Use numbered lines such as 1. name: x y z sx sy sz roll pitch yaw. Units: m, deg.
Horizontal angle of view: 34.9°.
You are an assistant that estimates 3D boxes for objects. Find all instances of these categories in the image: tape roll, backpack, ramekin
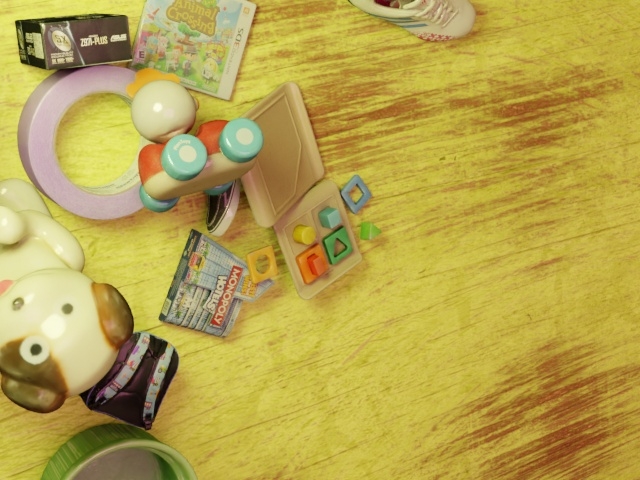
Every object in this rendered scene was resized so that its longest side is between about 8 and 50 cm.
1. tape roll: -0.397 -0.179 1.832 0.275 0.090 0.275 -8 106 -27
2. backpack: -0.362 0.250 1.941 0.158 0.117 0.173 28 88 -32
3. ramekin: -0.396 0.502 1.965 0.303 0.148 0.303 -8 106 -28

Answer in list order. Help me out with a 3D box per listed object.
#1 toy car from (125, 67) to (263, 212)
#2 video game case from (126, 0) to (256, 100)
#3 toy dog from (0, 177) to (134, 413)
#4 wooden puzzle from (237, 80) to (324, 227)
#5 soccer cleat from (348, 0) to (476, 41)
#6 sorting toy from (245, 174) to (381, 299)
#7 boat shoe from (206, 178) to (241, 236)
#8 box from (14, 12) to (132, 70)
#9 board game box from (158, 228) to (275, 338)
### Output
1. toy car: -0.241 -0.204 1.779 0.210 0.219 0.238 -20 83 -25
2. video game case: -0.239 -0.383 1.910 0.212 0.023 0.193 14 95 -31
3. toy dog: -0.477 0.127 1.674 0.284 0.408 0.395 -35 117 -17
4. wooden puzzle: -0.090 -0.171 1.998 0.238 0.044 0.221 -44 124 -47
5. soccer cleat: 0.205 -0.475 2.072 0.331 0.143 0.116 8 98 -31
6. sorting toy: 0.000 0.000 2.089 0.347 0.047 0.196 -35 114 -30
7. boat shoe: -0.195 -0.118 1.975 0.070 0.078 0.219 16 86 -32
8. box: -0.419 -0.339 1.725 0.147 0.180 0.077 -12 108 -27
9. board game box: -0.197 0.098 2.032 0.194 0.060 0.194 19 92 -31
